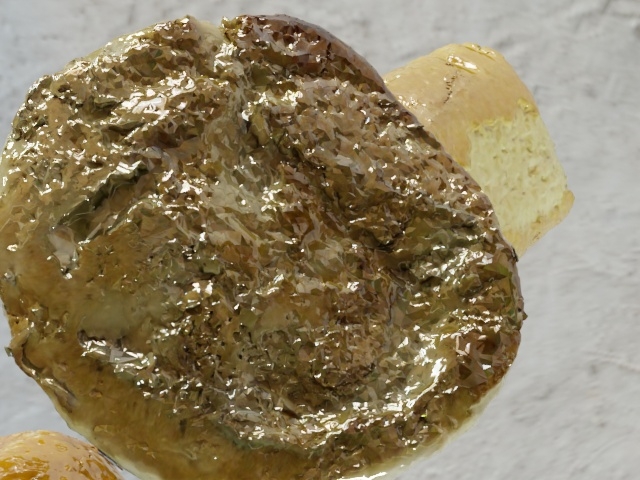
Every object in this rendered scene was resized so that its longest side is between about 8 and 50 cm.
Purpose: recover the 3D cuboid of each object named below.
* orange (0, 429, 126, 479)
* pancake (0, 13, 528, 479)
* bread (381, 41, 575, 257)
[{"bbox_3d":[-0.216,0.225,1.129,0.219,0.219,0.193,-24,104,21],"label":"orange"},{"bbox_3d":[-0.045,0.005,1.083,0.356,0.356,0.065,55,152,14],"label":"pancake"},{"bbox_3d":[0.082,-0.047,1.680,0.165,0.375,0.236,-19,100,40],"label":"bread"}]
